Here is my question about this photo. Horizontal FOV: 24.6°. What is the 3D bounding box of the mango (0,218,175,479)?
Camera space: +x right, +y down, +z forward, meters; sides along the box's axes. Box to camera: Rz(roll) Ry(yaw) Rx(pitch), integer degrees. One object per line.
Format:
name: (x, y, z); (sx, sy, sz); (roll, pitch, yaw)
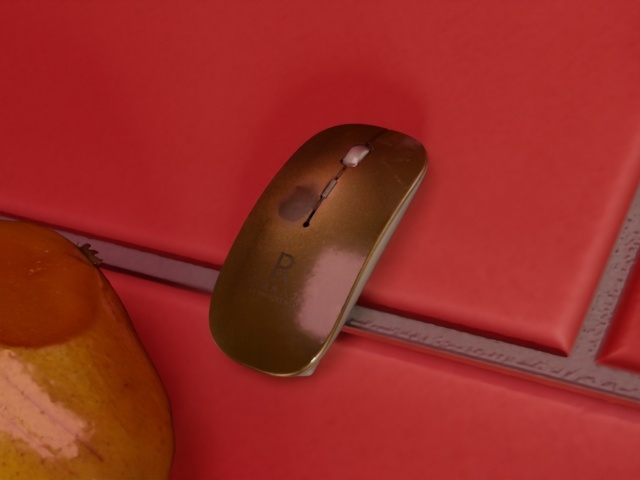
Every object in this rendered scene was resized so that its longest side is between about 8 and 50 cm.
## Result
mango: (-0.199, 0.105, 0.963); (0.187, 0.138, 0.257); (-29, 52, -18)

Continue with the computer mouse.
computer mouse: (-0.001, -0.001, 0.992); (0.102, 0.045, 0.199); (20, 70, 31)
